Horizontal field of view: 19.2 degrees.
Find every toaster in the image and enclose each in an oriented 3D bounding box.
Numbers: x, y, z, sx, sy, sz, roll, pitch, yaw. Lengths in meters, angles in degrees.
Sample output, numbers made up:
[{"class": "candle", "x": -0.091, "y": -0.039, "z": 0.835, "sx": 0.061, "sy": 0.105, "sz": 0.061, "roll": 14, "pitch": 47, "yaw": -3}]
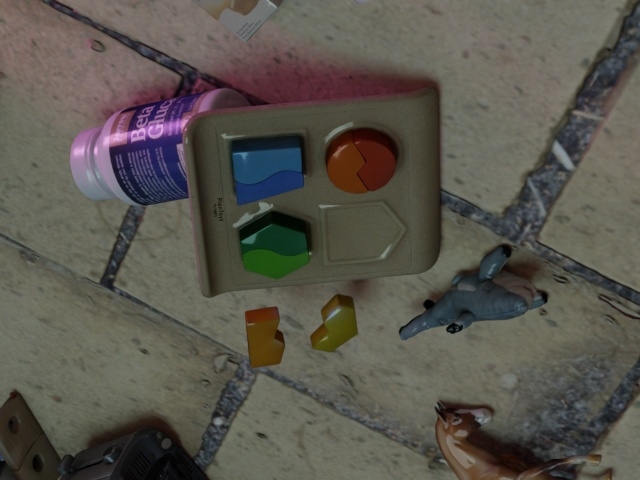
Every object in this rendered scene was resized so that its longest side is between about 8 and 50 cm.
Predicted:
[{"class": "toaster", "x": -0.200, "y": 0.318, "z": 2.139, "sx": 0.146, "sy": 0.129, "sz": 0.227, "roll": -15, "pitch": 125, "yaw": 39}]

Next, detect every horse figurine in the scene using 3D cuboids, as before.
[{"class": "horse figurine", "x": 0.216, "y": 0.282, "z": 1.949, "sx": 0.174, "sy": 0.066, "sz": 0.263, "roll": -1, "pitch": 127, "yaw": 19}]

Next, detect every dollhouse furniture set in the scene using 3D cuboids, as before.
[{"class": "dollhouse furniture set", "x": -0.406, "y": 0.281, "z": 2.158, "sx": 0.129, "sy": 0.183, "sz": 0.129, "roll": -5, "pitch": 127, "yaw": 29}]

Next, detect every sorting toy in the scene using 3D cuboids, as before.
[{"class": "sorting toy", "x": 0.000, "y": 0.000, "z": 1.734, "sx": 0.229, "sy": 0.041, "sz": 0.307, "roll": -8, "pitch": 132, "yaw": -5}]

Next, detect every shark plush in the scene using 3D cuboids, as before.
[{"class": "shark plush", "x": 0.134, "y": 0.059, "z": 1.778, "sx": 0.161, "sy": 0.067, "sz": 0.073, "roll": -9, "pitch": 126, "yaw": 32}]

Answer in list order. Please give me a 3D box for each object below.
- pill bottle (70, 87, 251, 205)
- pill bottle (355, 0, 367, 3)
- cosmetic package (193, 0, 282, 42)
[{"class": "pill bottle", "x": -0.146, "y": -0.082, "z": 1.762, "sx": 0.169, "sy": 0.094, "sz": 0.094, "roll": -9, "pitch": 125, "yaw": 31}, {"class": "pill bottle", "x": 0.011, "y": -0.254, "z": 1.548, "sx": 0.067, "sy": 0.067, "sz": 0.120, "roll": -24, "pitch": 117, "yaw": 39}, {"class": "cosmetic package", "x": -0.088, "y": -0.231, "z": 1.634, "sx": 0.115, "sy": 0.041, "sz": 0.060, "roll": 37, "pitch": 136, "yaw": -10}]
